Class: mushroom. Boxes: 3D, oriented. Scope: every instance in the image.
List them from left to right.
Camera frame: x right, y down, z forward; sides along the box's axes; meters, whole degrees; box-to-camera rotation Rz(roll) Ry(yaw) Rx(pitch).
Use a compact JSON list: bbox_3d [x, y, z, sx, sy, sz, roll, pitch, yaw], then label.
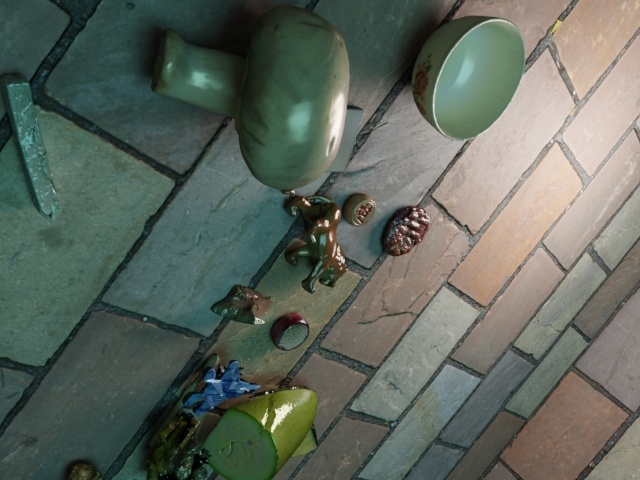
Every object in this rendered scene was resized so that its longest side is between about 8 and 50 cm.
[{"bbox_3d":[-0.070,-0.259,1.095,0.315,0.315,0.356,-49,138,0],"label":"mushroom"}]

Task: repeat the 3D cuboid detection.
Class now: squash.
[{"bbox_3d":[-0.133,0.478,1.728,0.233,0.210,0.309,-57,174,28],"label":"squash"}]

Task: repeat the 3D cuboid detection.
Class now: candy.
[{"bbox_3d":[-0.076,0.233,1.639,0.103,0.043,0.103,-22,132,-27],"label":"candy"}]

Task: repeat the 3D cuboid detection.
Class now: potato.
[{"bbox_3d":[-0.068,0.576,1.888,0.103,0.066,0.096,-19,116,-23],"label":"potato"}]

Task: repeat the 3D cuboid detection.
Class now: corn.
[{"bbox_3d":[-0.534,0.632,1.514,0.098,0.098,0.289,-18,126,-30],"label":"corn"}]

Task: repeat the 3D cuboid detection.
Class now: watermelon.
[{"bbox_3d":[-0.155,0.159,1.497,0.155,0.101,0.080,24,91,-57],"label":"watermelon"}]

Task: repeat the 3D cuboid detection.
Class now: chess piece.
[{"bbox_3d":[0.093,-0.074,1.558,0.084,0.038,0.083,-21,130,-28],"label":"chess piece"}]

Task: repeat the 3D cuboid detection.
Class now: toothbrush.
[{"bbox_3d":[-0.331,0.387,1.552,0.294,0.026,0.028,-52,154,3],"label":"toothbrush"}]

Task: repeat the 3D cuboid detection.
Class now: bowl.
[{"bbox_3d":[0.308,-0.372,1.437,0.277,0.145,0.276,-23,132,-28],"label":"bowl"}]

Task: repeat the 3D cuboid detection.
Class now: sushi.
[{"bbox_3d":[-0.348,0.549,1.565,0.139,0.131,0.290,-45,158,-47],"label":"sushi"}]

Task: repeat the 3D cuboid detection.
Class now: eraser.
[{"bbox_3d":[0.030,-0.219,1.406,0.104,0.023,0.150,-5,123,-38],"label":"eraser"}]

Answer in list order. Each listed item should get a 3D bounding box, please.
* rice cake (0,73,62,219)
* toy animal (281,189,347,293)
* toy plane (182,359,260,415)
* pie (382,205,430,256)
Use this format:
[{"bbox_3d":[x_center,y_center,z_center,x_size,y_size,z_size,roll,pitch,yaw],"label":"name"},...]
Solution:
[{"bbox_3d":[-0.459,-0.143,1.029,0.042,0.045,0.245,-24,133,-29],"label":"rice cake"},{"bbox_3d":[0.000,0.000,1.508,0.158,0.097,0.312,-31,135,-36],"label":"toy animal"},{"bbox_3d":[-0.222,0.352,1.570,0.169,0.078,0.246,-55,158,11],"label":"toy plane"},{"bbox_3d":[0.228,-0.023,1.712,0.155,0.036,0.154,-22,132,-26],"label":"pie"}]
